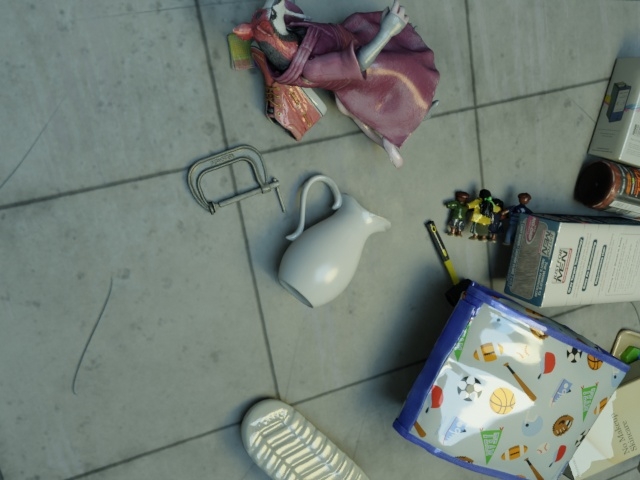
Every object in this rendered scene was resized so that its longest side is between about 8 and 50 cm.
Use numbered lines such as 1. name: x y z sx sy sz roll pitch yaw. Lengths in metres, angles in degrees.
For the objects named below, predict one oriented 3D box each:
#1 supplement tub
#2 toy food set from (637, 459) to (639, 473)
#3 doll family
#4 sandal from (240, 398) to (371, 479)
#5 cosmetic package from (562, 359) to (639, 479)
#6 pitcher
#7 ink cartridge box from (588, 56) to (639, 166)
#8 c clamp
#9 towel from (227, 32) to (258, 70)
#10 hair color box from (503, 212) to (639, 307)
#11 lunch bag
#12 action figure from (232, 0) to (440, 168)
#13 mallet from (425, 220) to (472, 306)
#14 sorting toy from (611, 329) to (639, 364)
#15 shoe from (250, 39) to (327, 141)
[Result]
1. supplement tub: 0.659 -0.104 1.332 0.198 0.106 0.106 9 99 -22
2. toy food set: 0.772 0.498 1.504 0.232 0.111 0.104 13 99 9
3. doll family: 0.346 -0.052 1.250 0.193 0.076 0.111 7 96 -26
4. sandal: -0.010 0.478 1.236 0.169 0.102 0.416 -37 100 -24
5. cosmetic package: 0.658 0.400 1.406 0.309 0.113 0.160 -22 90 -7
6. pitcher: 0.000 0.000 1.118 0.178 0.125 0.207 40 76 -3
7. ink cartridge box: 0.680 -0.263 1.308 0.154 0.093 0.212 10 101 -23
8. c clamp: -0.146 -0.093 1.084 0.160 0.022 0.137 -16 108 -16
9. towel: -0.115 -0.323 1.047 0.083 0.009 0.060 -15 107 -17
10. hair color box: 0.552 0.038 1.292 0.347 0.105 0.174 1 104 -32
11. lunch bag: 0.356 0.283 1.244 0.385 0.239 0.328 23 97 -30
12. action figure: 0.012 -0.289 0.989 0.370 0.248 0.276 -4 131 -40
13. mallet: 0.267 0.041 1.263 0.062 0.039 0.190 -24 106 -14
14. sorting toy: 0.771 0.333 1.512 0.193 0.038 0.208 17 97 -23
15. shoe: -0.069 -0.249 1.046 0.081 0.063 0.178 -51 124 -5
